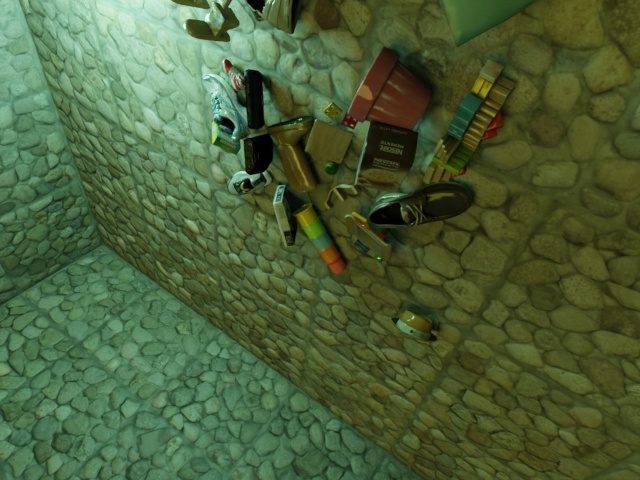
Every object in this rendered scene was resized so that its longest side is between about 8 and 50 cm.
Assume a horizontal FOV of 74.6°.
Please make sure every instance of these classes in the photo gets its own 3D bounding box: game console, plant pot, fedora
[{"bbox_3d":[-0.228,-0.425,1.524,0.044,0.213,0.360,4,109,11],"label":"game console"},{"bbox_3d":[0.200,-0.397,1.162,0.180,0.201,0.201,28,140,-2],"label":"plant pot"},{"bbox_3d":[0.375,-0.555,0.870,0.235,0.165,0.165,-16,119,33],"label":"plant pot"},{"bbox_3d":[0.378,0.328,1.661,0.195,0.194,0.079,25,100,25],"label":"fedora"}]

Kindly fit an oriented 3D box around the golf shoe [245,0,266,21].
[{"bbox_3d":[-0.212,-0.768,1.265,0.077,0.094,0.198,-32,110,6],"label":"golf shoe"}]

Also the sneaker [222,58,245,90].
[{"bbox_3d":[-0.308,-0.610,1.536,0.067,0.042,0.118,7,134,43],"label":"sneaker"}]

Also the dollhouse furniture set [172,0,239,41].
[{"bbox_3d":[-0.354,-0.829,1.136,0.362,0.257,0.393,-37,80,42],"label":"dollhouse furniture set"}]

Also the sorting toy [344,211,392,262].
[{"bbox_3d":[0.182,-0.017,1.520,0.196,0.047,0.347,37,169,18],"label":"sorting toy"}]

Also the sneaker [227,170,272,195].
[{"bbox_3d":[-0.330,-0.245,1.817,0.272,0.108,0.100,-10,117,47],"label":"sneaker"}]

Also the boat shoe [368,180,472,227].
[{"bbox_3d":[0.309,-0.093,1.352,0.356,0.130,0.132,-10,115,46],"label":"boat shoe"}]

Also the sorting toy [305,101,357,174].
[{"bbox_3d":[0.033,-0.348,1.418,0.133,0.046,0.274,18,139,-6],"label":"sorting toy"}]

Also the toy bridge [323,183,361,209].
[{"bbox_3d":[0.073,-0.176,1.577,0.188,0.026,0.063,-27,102,49],"label":"toy bridge"}]

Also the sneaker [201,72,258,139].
[{"bbox_3d":[-0.366,-0.506,1.595,0.283,0.122,0.110,49,159,-2],"label":"sneaker"}]

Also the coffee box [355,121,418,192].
[{"bbox_3d":[0.189,-0.237,1.248,0.141,0.098,0.246,12,167,3],"label":"coffee box"}]

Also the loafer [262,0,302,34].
[{"bbox_3d":[-0.060,-0.732,1.170,0.112,0.112,0.319,35,143,-5],"label":"loafer"}]

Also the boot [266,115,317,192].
[{"bbox_3d":[-0.069,-0.311,1.550,0.236,0.089,0.269,9,129,50],"label":"boot"}]

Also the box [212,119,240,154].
[{"bbox_3d":[-0.370,-0.418,1.652,0.105,0.179,0.043,22,123,-33],"label":"box"}]

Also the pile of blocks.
[{"bbox_3d":[0.396,-0.275,1.107,0.113,0.149,0.362,34,139,15],"label":"pile of blocks"}]

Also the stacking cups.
[{"bbox_3d":[0.000,0.000,1.747,0.096,0.096,0.316,-9,118,46],"label":"stacking cups"}]

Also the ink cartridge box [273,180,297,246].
[{"bbox_3d":[-0.139,-0.114,1.718,0.045,0.208,0.206,-10,123,7],"label":"ink cartridge box"}]
